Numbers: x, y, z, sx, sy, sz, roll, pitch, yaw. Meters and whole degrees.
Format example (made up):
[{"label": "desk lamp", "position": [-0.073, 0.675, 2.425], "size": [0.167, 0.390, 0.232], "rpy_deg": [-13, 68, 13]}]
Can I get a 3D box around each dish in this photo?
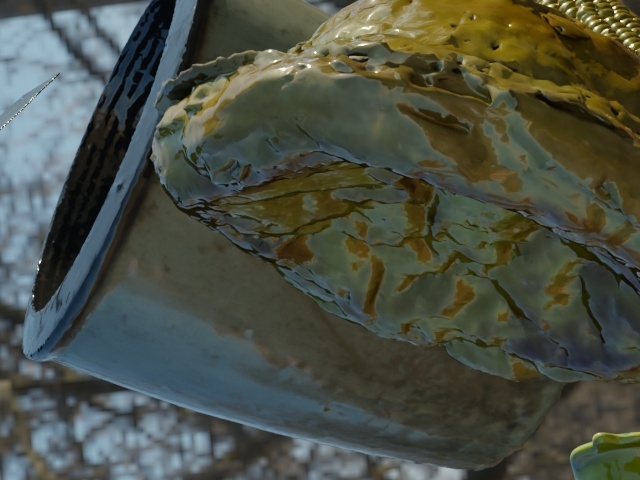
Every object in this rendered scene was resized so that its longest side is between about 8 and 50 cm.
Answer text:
[{"label": "dish", "position": [0.302, 0.243, 1.784], "size": [0.207, 0.148, 0.080], "rpy_deg": [33, -132, -41]}]

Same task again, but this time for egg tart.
[{"label": "egg tart", "position": [0.076, -0.031, 1.008], "size": [0.341, 0.341, 0.129], "rpy_deg": [66, -144, -66]}]

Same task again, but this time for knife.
[{"label": "knife", "position": [-0.286, -0.058, 1.546], "size": [0.019, 0.072, 0.245], "rpy_deg": [50, -129, -12]}]

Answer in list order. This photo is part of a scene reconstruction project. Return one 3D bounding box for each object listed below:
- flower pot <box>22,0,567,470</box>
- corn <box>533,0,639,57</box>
[{"label": "flower pot", "position": [0.000, 0.000, 1.341], "size": [0.294, 0.330, 0.294], "rpy_deg": [-57, 18, 30]}, {"label": "corn", "position": [0.218, -0.157, 1.641], "size": [0.293, 0.106, 0.106], "rpy_deg": [-123, 15, -47]}]
